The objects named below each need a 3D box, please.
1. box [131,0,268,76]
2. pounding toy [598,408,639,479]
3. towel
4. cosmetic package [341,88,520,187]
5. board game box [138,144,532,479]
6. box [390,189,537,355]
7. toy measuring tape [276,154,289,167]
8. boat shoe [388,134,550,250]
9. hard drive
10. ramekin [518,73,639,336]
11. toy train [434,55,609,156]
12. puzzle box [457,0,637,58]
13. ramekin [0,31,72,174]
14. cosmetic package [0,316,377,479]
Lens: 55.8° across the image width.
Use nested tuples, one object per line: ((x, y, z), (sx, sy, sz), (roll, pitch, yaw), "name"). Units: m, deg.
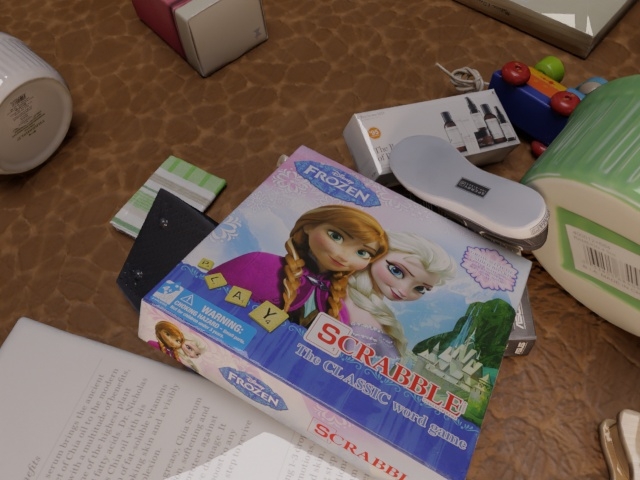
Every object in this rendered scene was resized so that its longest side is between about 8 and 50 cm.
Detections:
((-0.226, -0.429, 1.078), (0.148, 0.127, 0.232), (-38, 63, -17), "box")
((0.437, 0.231, 0.603), (0.269, 0.155, 0.154), (16, 66, 14), "pounding toy")
((-0.228, -0.054, 0.918), (0.113, 0.023, 0.152), (27, 63, 17), "towel")
((0.160, -0.146, 0.864), (0.239, 0.060, 0.099), (-15, 72, -22), "cosmetic package")
((0.038, 0.058, 0.639), (0.318, 0.066, 0.318), (28, 43, 9), "board game box")
((0.171, 0.038, 0.802), (0.183, 0.056, 0.231), (-3, 59, 4), "box")
((0.000, 0.000, 0.802), (0.121, 0.121, 0.330), (-8, 59, 1), "toy measuring tape")
((0.177, -0.056, 0.733), (0.228, 0.076, 0.080), (32, 76, 40), "boat shoe")
((-0.147, 0.064, 0.769), (0.254, 0.054, 0.172), (38, 107, 28), "hard drive")
((0.370, -0.020, 0.684), (0.148, 0.303, 0.303), (-43, 64, -11), "ramekin")
((0.318, -0.246, 0.940), (0.143, 0.105, 0.248), (-34, 61, -26), "toy train")
((0.378, -0.511, 1.116), (0.409, 0.052, 0.272), (36, 69, 23), "puzzle box")
((-0.481, -0.199, 0.924), (0.109, 0.207, 0.207), (31, 66, 11), "ramekin")
((-0.155, 0.268, 0.631), (0.453, 0.161, 0.230), (15, 61, 13), "cosmetic package")
